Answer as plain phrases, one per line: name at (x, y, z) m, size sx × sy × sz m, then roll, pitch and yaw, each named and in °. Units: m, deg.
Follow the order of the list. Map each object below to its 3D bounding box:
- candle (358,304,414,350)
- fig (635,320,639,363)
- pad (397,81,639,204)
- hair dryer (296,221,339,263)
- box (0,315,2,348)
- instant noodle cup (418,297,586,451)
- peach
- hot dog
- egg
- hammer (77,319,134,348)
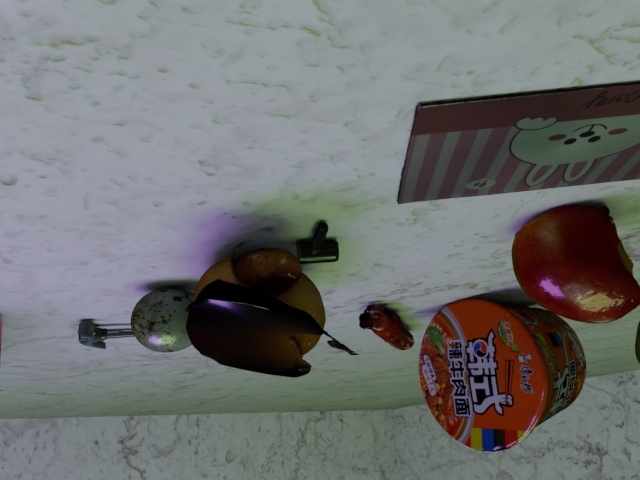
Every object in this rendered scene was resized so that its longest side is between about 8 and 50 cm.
candle at (0.130, 0.162, 1.250) m, size 0.051 × 0.048 × 0.329 m, roll 4°, pitch 166°, yaw 17°
fig at (0.703, 0.140, 1.190) m, size 0.314 × 0.233 × 0.233 m, roll -55°, pitch 148°, yaw 6°
pad at (0.220, -0.081, 0.591) m, size 0.299 × 0.005 × 0.202 m, roll -5°, pitch 162°, yaw 0°
hair dryer at (0.000, 0.000, 0.756) m, size 0.047 × 0.026 × 0.083 m, roll -5°, pitch 155°, yaw -10°
box at (-0.625, 0.277, 0.956) m, size 0.312 × 0.315 × 0.300 m, roll 6°, pitch 156°, yaw -31°
instant noodle cup at (0.322, 0.220, 1.196) m, size 0.192 × 0.251 × 0.250 m, roll 1°, pitch 163°, yaw -44°
peach at (0.288, 0.034, 0.782) m, size 0.151 × 0.119 × 0.151 m, roll 6°, pitch 152°, yaw 3°
hot dog at (-0.057, 0.075, 0.814) m, size 0.194 × 0.107 × 0.326 m, roll 13°, pitch 158°, yaw -13°
egg at (-0.196, 0.104, 0.913) m, size 0.110 × 0.085 × 0.085 m, roll -3°, pitch 166°, yaw -46°
hammer at (-0.263, 0.148, 1.123) m, size 0.246 × 0.029 × 0.103 m, roll -1°, pitch 161°, yaw -18°
